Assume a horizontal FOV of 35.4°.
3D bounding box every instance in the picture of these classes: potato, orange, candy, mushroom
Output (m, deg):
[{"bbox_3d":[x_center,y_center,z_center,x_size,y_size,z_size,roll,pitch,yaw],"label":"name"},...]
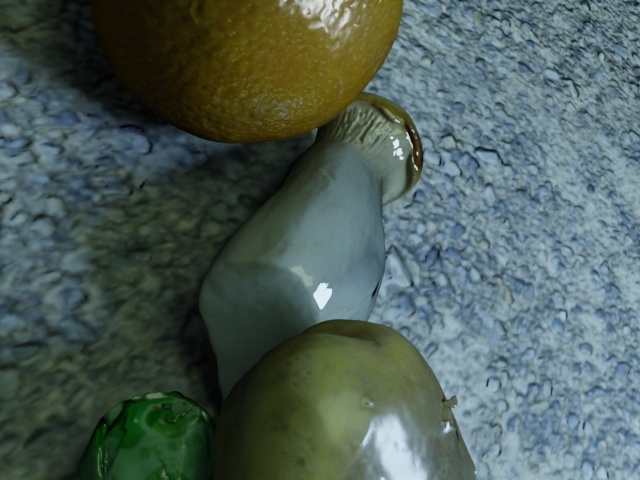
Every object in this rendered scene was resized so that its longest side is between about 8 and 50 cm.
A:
[{"bbox_3d":[0.028,0.186,0.632,0.191,0.141,0.296,-52,136,-62],"label":"potato"},{"bbox_3d":[-0.060,-0.202,0.776,0.264,0.264,0.264,25,48,-31],"label":"orange"},{"bbox_3d":[-0.079,0.250,0.590,0.097,0.097,0.323,2,69,-44],"label":"candy"},{"bbox_3d":[0.000,0.000,0.808,0.122,0.159,0.329,25,37,1],"label":"mushroom"}]
